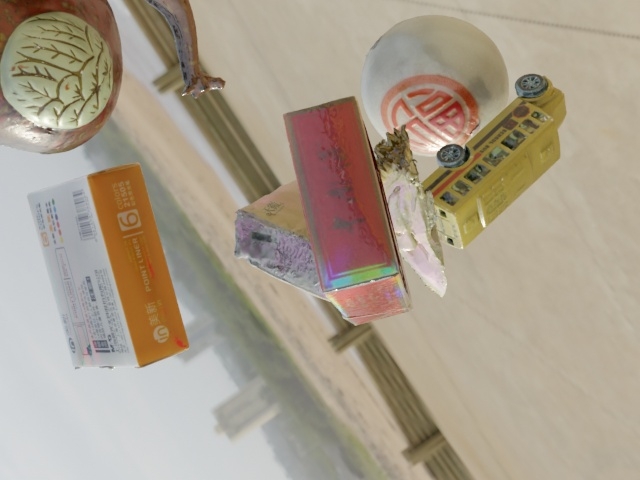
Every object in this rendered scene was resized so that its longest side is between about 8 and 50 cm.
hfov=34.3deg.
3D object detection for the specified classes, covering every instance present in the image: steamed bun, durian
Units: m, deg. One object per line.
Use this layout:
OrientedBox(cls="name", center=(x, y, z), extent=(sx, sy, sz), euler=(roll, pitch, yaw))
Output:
OrientedBox(cls="steamed bun", center=(0.211, -0.273, 1.951), extent=(0.283, 0.283, 0.177), euler=(60, -151, -34))
OrientedBox(cls="durian", center=(0.094, -0.021, 1.196), extent=(0.140, 0.078, 0.224), euler=(-102, -6, -67))

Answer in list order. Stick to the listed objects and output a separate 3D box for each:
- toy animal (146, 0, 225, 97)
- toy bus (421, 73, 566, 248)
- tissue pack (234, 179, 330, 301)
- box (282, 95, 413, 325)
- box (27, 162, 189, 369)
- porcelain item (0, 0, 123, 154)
OrientedBox(cls="toy animal", center=(-0.173, -0.312, 1.253), extent=(0.224, 0.229, 0.066), euler=(29, -165, -13))
OrientedBox(cls="toy bus", center=(0.304, -0.137, 1.765), extent=(0.123, 0.335, 0.121), euler=(34, 158, 40))
OrientedBox(cls="tissue pack", center=(0.000, 0.000, 1.621), extent=(0.215, 0.123, 0.257), euler=(23, -157, 13))
OrientedBox(cls="box", center=(0.020, -0.012, 0.667), extent=(0.175, 0.048, 0.112), euler=(56, -160, -76))
OrientedBox(cls="box", center=(-0.302, 0.042, 1.450), extent=(0.221, 0.091, 0.273), euler=(-5, 99, 52))
OrientedBox(cls="porcelain item", center=(-0.297, -0.207, 1.002), extent=(0.253, 0.253, 0.253), euler=(55, 174, 9))
